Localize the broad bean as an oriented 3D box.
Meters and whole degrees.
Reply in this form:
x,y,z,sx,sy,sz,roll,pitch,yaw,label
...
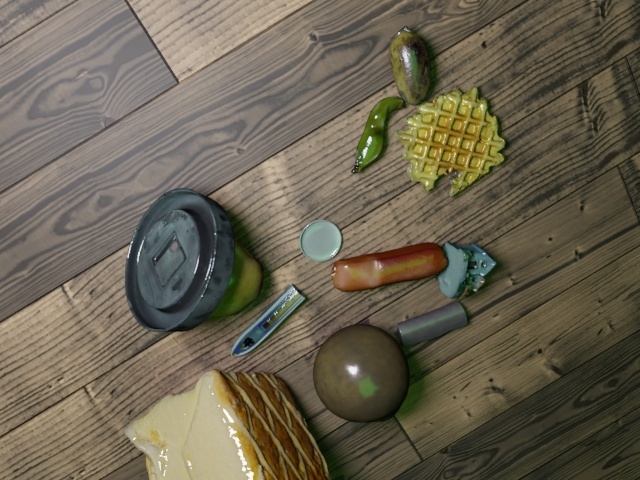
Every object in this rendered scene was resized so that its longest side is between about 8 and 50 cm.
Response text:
x,y,z,sx,sy,sz,roll,pitch,yaw,label
0.131,-0.255,1.268,0.070,0.048,0.213,28,96,-14,broad bean

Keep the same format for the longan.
x,y,z,sx,sy,sz,roll,pitch,yaw,label
0.105,0.340,1.321,0.258,0.258,0.258,-2,105,-8,longan

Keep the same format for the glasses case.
x,y,z,sx,sy,sz,roll,pitch,yaw,label
0.303,0.231,1.431,0.191,0.042,0.072,-20,115,-3,glasses case

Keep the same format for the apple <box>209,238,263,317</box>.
x,y,z,sx,sy,sz,roll,pitch,yaw,label
-0.246,0.083,1.245,0.188,0.174,0.207,-43,91,1,apple

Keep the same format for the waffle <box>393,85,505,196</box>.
x,y,z,sx,sy,sz,roll,pitch,yaw,label
0.322,-0.242,1.299,0.261,0.056,0.250,-33,107,3,waffle

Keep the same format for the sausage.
x,y,z,sx,sy,sz,roll,pitch,yaw,label
0.174,0.068,1.345,0.300,0.083,0.089,-10,112,-3,sausage

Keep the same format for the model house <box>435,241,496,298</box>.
x,y,z,sx,sy,sz,roll,pitch,yaw,label
0.398,0.075,1.370,0.149,0.119,0.148,-2,105,-16,model house

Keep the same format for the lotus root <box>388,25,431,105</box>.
x,y,z,sx,sy,sz,roll,pitch,yaw,label
0.211,-0.405,1.223,0.089,0.080,0.179,-17,106,-2,lotus root

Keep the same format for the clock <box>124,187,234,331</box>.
x,y,z,sx,sy,sz,roll,pitch,yaw,label
-0.315,0.045,1.156,0.066,0.319,0.319,20,103,-49,clock

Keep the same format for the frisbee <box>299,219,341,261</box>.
x,y,z,sx,sy,sz,roll,pitch,yaw,label
0.000,0.000,1.334,0.110,0.014,0.110,-3,106,-9,frisbee

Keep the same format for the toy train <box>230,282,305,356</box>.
x,y,z,sx,sy,sz,roll,pitch,yaw,label
-0.141,0.218,1.353,0.055,0.048,0.252,43,95,-14,toy train

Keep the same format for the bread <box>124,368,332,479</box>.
x,y,z,sx,sy,sz,roll,pitch,yaw,label
-0.186,0.517,1.210,0.279,0.371,0.390,-39,65,10,bread
